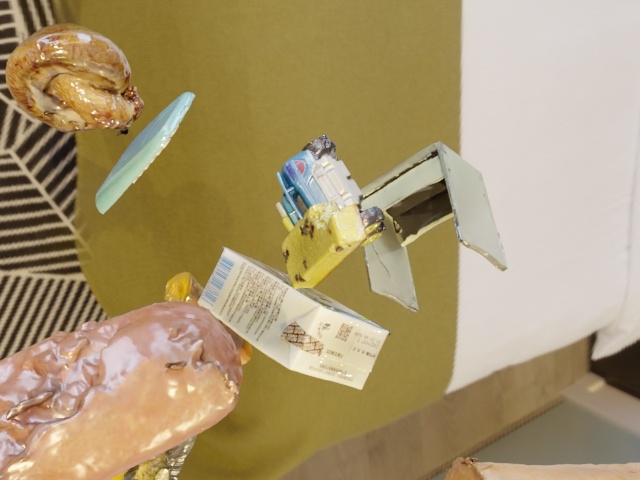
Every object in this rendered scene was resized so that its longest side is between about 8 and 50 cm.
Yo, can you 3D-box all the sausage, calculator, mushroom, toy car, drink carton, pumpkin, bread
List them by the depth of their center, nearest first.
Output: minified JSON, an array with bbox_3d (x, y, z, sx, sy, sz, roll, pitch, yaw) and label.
[{"bbox_3d":[-0.182,0.126,0.316,0.327,0.079,0.087,-33,94,-15],"label":"sausage"},{"bbox_3d":[0.000,0.000,1.015,0.049,0.226,0.088,-7,72,-21],"label":"bread"},{"bbox_3d":[-0.328,0.438,1.276,0.131,0.248,0.125,12,55,-46],"label":"pumpkin"},{"bbox_3d":[-0.060,0.141,1.324,0.194,0.325,0.132,25,90,-42],"label":"drink carton"},{"bbox_3d":[0.008,-0.065,1.347,0.166,0.314,0.198,-31,83,2],"label":"toy car"},{"bbox_3d":[-0.524,-0.343,1.553,0.263,0.195,0.283,-37,123,26],"label":"mushroom"},{"bbox_3d":[-0.436,-0.228,1.789,0.054,0.386,0.256,40,41,-21],"label":"calculator"}]

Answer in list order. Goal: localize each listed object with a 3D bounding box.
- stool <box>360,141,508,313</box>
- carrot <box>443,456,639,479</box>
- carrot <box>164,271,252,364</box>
[{"bbox_3d":[0.228,-0.026,1.540,0.170,0.244,0.269,27,43,-39],"label":"stool"},{"bbox_3d":[0.241,0.299,0.662,0.255,0.196,0.195,6,101,-14],"label":"carrot"},{"bbox_3d":[-0.302,0.223,1.946,0.114,0.114,0.301,-44,116,-16],"label":"carrot"}]
